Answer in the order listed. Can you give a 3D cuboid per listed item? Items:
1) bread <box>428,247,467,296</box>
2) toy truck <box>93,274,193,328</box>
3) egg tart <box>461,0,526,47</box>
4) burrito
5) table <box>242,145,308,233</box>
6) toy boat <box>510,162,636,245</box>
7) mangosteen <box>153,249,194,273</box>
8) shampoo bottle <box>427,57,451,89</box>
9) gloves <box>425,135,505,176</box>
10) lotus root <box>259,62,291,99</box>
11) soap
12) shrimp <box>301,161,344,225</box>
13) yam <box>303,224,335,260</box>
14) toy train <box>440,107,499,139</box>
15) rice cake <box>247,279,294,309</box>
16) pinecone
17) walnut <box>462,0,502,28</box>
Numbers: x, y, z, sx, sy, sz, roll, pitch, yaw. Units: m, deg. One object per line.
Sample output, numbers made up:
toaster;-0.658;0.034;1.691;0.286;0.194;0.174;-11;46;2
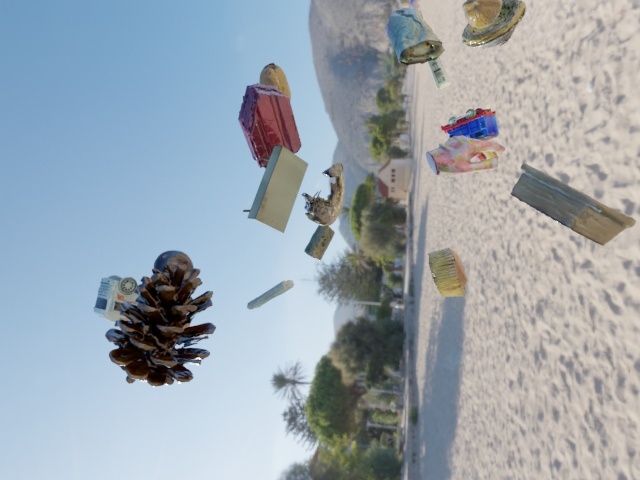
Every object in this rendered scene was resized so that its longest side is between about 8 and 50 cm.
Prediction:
bread;0.545;0.137;1.766;0.250;0.133;0.178;52;-153;-47
toy truck;-0.571;0.224;1.360;0.305;0.136;0.162;28;-110;-42
egg tart;0.641;-0.787;1.537;0.094;0.234;0.234;43;-138;-34
burrito;0.275;-0.627;1.257;0.089;0.144;0.228;83;174;-56
table;-0.150;-0.158;1.296;0.122;0.111;0.239;29;-104;-44
toy boat;0.427;-0.058;0.713;0.116;0.188;0.061;9;-63;-44
mangosteen;-0.565;0.105;1.603;0.152;0.153;0.152;2;-90;-79
shampoo bottle;0.379;-0.560;1.354;0.034;0.049;0.140;2;-112;-64
gloves;0.479;-0.283;1.354;0.145;0.242;0.126;-101;-10;-72
lotus root;-0.184;-0.609;1.706;0.118;0.125;0.220;-153;49;-64
soap;-0.163;-0.367;1.311;0.099;0.162;0.249;54;166;40
shrimp;0.026;-0.185;1.650;0.445;0.085;0.271;-10;-64;-71
yam;0.000;0.000;2.184;0.194;0.107;0.107;-61;-10;5
toy train;0.583;-0.440;1.630;0.204;0.083;0.130;-9;96;58
rice cake;-0.224;0.243;1.858;0.040;0.226;0.085;62;-161;14
pinecone;-0.362;0.202;0.983;0.309;0.244;0.244;-66;-11;3
walnut;0.460;-0.664;1.188;0.124;0.105;0.105;-22;-63;-53
